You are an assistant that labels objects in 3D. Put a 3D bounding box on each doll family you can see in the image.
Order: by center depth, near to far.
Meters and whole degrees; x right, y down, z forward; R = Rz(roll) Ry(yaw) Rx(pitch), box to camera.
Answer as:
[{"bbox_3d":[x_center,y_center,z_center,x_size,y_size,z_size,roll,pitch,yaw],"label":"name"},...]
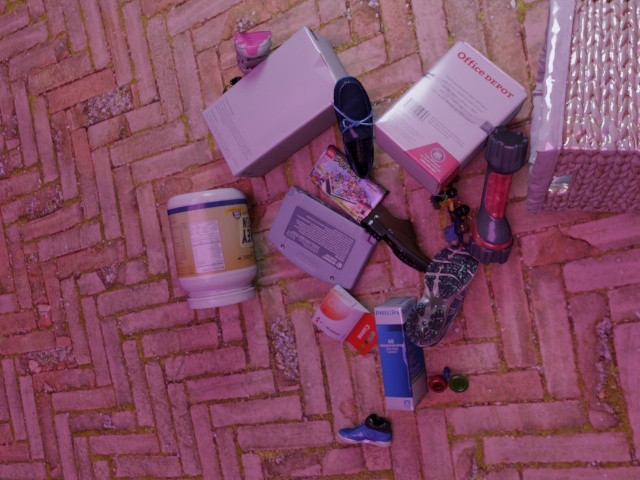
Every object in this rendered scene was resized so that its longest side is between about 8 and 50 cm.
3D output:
[{"bbox_3d":[0.316,-0.078,1.273,0.076,0.111,0.193,-24,87,-18],"label":"doll family"}]

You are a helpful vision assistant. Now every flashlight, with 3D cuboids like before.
[{"bbox_3d":[0.398,-0.089,1.180,0.103,0.103,0.304,19,132,25],"label":"flashlight"}]

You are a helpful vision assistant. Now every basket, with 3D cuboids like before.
[{"bbox_3d":[0.545,-0.246,1.009,0.266,0.328,0.331,4,75,18],"label":"basket"}]

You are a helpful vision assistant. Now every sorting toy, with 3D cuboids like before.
[{"bbox_3d":[0.329,0.359,1.369,0.101,0.042,0.061,-8,108,13],"label":"sorting toy"}]

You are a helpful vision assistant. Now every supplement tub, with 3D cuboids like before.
[{"bbox_3d":[-0.303,0.021,1.510,0.228,0.228,0.316,-7,93,25],"label":"supplement tub"}]

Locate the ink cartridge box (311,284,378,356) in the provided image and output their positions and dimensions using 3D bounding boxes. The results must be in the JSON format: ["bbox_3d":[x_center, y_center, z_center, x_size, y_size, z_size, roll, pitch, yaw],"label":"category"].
[{"bbox_3d":[0.073,0.228,1.439,0.179,0.045,0.145,43,131,15],"label":"ink cartridge box"}]

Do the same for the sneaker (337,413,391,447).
[{"bbox_3d":[0.121,0.516,1.463,0.152,0.058,0.085,3,103,20],"label":"sneaker"}]

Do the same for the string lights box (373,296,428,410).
[{"bbox_3d":[0.210,0.284,1.358,0.076,0.133,0.260,-7,92,28],"label":"string lights box"}]

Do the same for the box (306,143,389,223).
[{"bbox_3d":[0.072,-0.151,1.426,0.207,0.036,0.114,42,110,15],"label":"box"}]

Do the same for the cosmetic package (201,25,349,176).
[{"bbox_3d":[-0.105,-0.356,1.422,0.385,0.156,0.217,-29,84,23],"label":"cosmetic package"}]

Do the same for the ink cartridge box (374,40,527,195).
[{"bbox_3d":[0.293,-0.277,1.215,0.283,0.117,0.207,-44,76,-4],"label":"ink cartridge box"}]

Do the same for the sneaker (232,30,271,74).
[{"bbox_3d":[-0.176,-0.498,1.416,0.102,0.252,0.111,-6,112,-3],"label":"sneaker"}]

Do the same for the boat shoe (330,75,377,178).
[{"bbox_3d":[0.098,-0.268,1.284,0.109,0.089,0.258,-18,128,5],"label":"boat shoe"}]

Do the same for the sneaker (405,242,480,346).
[{"bbox_3d":[0.307,0.137,1.320,0.110,0.122,0.283,29,84,32],"label":"sneaker"}]

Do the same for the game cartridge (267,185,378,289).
[{"bbox_3d":[0.000,0.000,1.468,0.294,0.060,0.196,32,104,18],"label":"game cartridge"}]

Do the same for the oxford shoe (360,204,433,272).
[{"bbox_3d":[0.217,-0.005,1.352,0.227,0.083,0.096,43,77,-2],"label":"oxford shoe"}]

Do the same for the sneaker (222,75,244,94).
[{"bbox_3d":[-0.259,-0.453,1.544,0.083,0.035,0.031,-36,80,23],"label":"sneaker"}]
